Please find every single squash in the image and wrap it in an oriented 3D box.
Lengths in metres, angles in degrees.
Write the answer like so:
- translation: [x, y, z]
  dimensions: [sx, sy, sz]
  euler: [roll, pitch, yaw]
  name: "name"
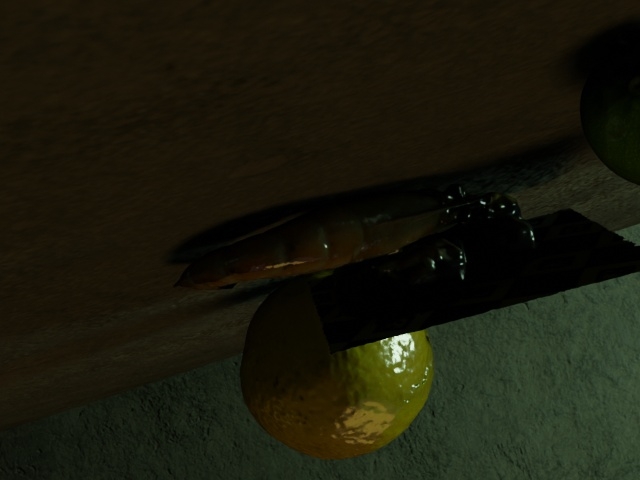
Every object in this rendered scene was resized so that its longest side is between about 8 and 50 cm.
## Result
- translation: [0.225, -0.072, 0.615]
  dimensions: [0.082, 0.082, 0.292]
  euler: [-22, 172, 29]
  name: "squash"

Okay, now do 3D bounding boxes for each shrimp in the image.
- translation: [0.000, 0.000, 0.799]
  dimensions: [0.262, 0.051, 0.198]
  euler: [-16, -179, -29]
  name: "shrimp"

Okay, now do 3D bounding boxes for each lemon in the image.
- translation: [0.014, 0.151, 1.191]
  dimensions: [0.228, 0.228, 0.253]
  euler: [-13, 170, -35]
  name: "lemon"

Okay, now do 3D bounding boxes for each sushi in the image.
- translation: [0.129, 0.002, 0.889]
  dimensions: [0.292, 0.059, 0.294]
  euler: [-15, -170, -1]
  name: "sushi"
